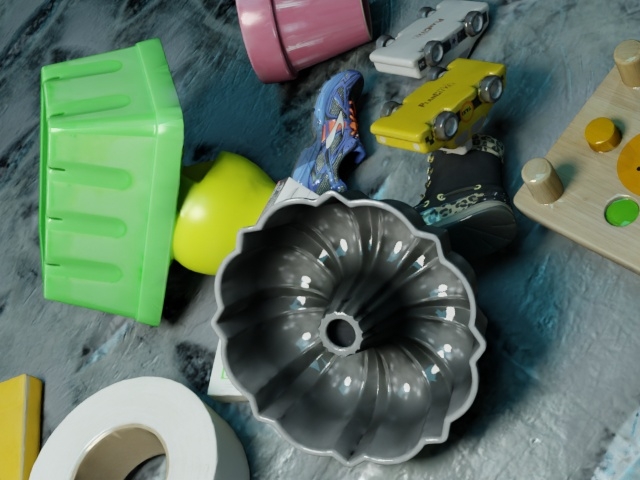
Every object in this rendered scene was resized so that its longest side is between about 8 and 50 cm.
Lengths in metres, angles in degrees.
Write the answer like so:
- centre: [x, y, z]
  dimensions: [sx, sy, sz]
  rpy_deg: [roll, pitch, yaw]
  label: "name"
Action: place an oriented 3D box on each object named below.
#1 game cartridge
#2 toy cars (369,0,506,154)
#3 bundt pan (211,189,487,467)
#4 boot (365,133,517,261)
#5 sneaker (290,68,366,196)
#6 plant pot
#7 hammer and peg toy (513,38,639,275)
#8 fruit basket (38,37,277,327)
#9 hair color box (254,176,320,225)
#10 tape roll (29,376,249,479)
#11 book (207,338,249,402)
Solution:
- centre: [-0.545, 0.393, 1.460]
  dimensions: [0.285, 0.053, 0.323]
  rpy_deg: [-22, 56, 20]
  label: "game cartridge"
- centre: [0.159, -0.211, 1.296]
  dimensions: [0.177, 0.087, 0.393]
  rpy_deg: [-10, 34, 10]
  label: "toy cars"
- centre: [0.044, 0.090, 1.133]
  dimensions: [0.331, 0.124, 0.330]
  rpy_deg: [6, 107, 21]
  label: "bundt pan"
- centre: [0.136, -0.038, 1.237]
  dimensions: [0.236, 0.085, 0.178]
  rpy_deg: [-19, 35, 23]
  label: "boot"
- centre: [0.031, -0.145, 1.398]
  dimensions: [0.087, 0.083, 0.221]
  rpy_deg: [10, 74, 22]
  label: "sneaker"
- centre: [-0.020, -0.352, 1.478]
  dimensions: [0.180, 0.201, 0.201]
  rpy_deg: [-9, 58, 9]
  label: "plant pot"
- centre: [0.427, -0.067, 1.060]
  dimensions: [0.361, 0.127, 0.266]
  rpy_deg: [32, 81, 40]
  label: "hammer and peg toy"
- centre: [-0.208, -0.068, 1.369]
  dimensions: [0.392, 0.392, 0.283]
  rpy_deg: [-35, 41, 10]
  label: "fruit basket"
- centre: [0.000, 0.000, 1.266]
  dimensions: [0.093, 0.167, 0.053]
  rpy_deg: [-61, 15, -12]
  label: "hair color box"
- centre: [-0.238, 0.324, 1.244]
  dimensions: [0.286, 0.100, 0.286]
  rpy_deg: [-14, 52, 18]
  label: "tape roll"
- centre: [-0.094, 0.150, 1.327]
  dimensions: [0.096, 0.035, 0.144]
  rpy_deg: [-6, 59, 25]
  label: "book"
